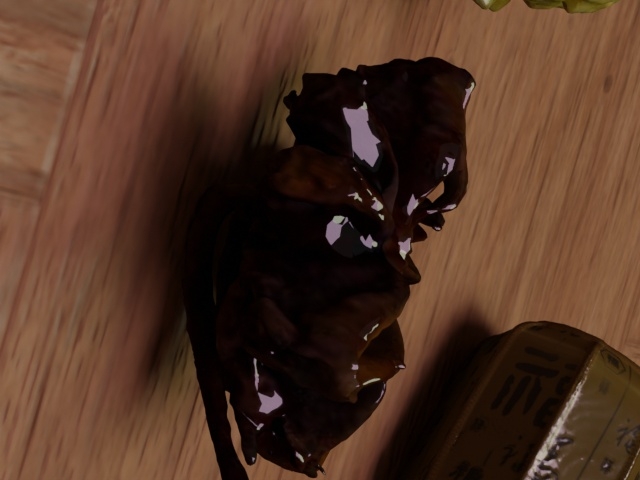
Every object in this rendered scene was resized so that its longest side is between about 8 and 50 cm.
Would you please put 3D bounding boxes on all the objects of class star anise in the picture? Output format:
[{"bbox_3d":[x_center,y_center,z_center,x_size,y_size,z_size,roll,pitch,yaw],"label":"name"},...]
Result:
[{"bbox_3d":[0.000,0.000,0.662,0.190,0.126,0.220,-61,-179,33],"label":"star anise"}]

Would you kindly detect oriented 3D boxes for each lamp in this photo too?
[{"bbox_3d":[0.146,0.158,0.925,0.185,0.161,0.161,-59,144,-19],"label":"lamp"}]

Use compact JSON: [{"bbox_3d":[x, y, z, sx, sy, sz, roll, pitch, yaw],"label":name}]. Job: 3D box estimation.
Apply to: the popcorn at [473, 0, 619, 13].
[{"bbox_3d":[0.134,-0.224,0.731,0.168,0.173,0.195,35,76,-11],"label":"popcorn"}]
